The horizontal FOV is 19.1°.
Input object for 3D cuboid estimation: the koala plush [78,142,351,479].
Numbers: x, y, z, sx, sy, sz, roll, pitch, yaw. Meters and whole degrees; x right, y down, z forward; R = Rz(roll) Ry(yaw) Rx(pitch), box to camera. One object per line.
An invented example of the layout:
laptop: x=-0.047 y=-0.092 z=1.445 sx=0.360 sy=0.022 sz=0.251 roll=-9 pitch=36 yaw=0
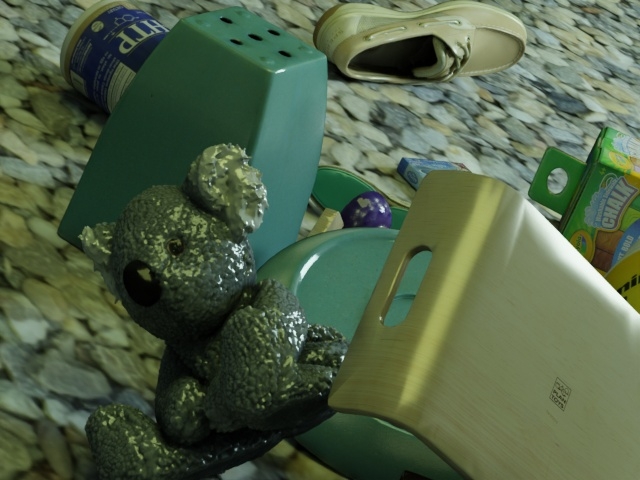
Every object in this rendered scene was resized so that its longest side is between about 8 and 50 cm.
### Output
koala plush: x=-0.089 y=0.054 z=1.446 sx=0.203 sy=0.196 sz=0.221 roll=-7 pitch=65 yaw=-58

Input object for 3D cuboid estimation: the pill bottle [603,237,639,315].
pill bottle: x=0.338 y=0.109 z=1.757 sx=0.188 sy=0.188 sz=0.334 roll=22 pitch=24 yaw=1

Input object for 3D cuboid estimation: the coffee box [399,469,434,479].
coffee box: x=0.102 y=0.298 z=1.254 sx=0.168 sy=0.119 sz=0.297 roll=20 pitch=25 yaw=-4

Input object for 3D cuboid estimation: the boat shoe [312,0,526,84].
boat shoe: x=0.141 y=-0.240 z=2.416 sx=0.302 sy=0.109 sz=0.098 roll=0 pitch=37 yaw=-29

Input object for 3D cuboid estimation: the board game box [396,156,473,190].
board game box: x=0.146 y=-0.061 z=2.149 sx=0.090 sy=0.020 sz=0.090 roll=3 pitch=32 yaw=-36

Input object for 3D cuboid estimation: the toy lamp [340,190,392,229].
toy lamp: x=0.131 y=0.049 z=1.842 sx=0.080 sy=0.080 sz=0.275 roll=-7 pitch=37 yaw=-47

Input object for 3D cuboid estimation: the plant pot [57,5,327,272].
plant pot: x=-0.099 y=-0.083 z=1.731 sx=0.165 sy=0.234 sz=0.166 roll=31 pitch=27 yaw=19

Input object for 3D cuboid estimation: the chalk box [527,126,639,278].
chalk box: x=0.338 y=-0.033 z=2.117 sx=0.213 sy=0.132 sz=0.132 roll=23 pitch=24 yaw=3

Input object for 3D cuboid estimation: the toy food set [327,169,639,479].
toy food set: x=0.151 y=0.121 z=1.462 sx=0.306 sy=0.092 sz=0.219 roll=43 pitch=56 yaw=-29

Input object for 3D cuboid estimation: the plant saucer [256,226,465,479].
plant saucer: x=0.085 y=0.094 z=1.655 sx=0.318 sy=0.043 sz=0.317 roll=14 pitch=42 yaw=-13

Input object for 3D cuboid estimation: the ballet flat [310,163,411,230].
ballet flat: x=0.060 y=-0.026 z=1.986 sx=0.168 sy=0.057 sz=0.052 roll=28 pitch=-3 yaw=3

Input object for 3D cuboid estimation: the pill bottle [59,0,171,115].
pill bottle: x=-0.173 y=-0.164 z=1.985 sx=0.187 sy=0.112 sz=0.112 roll=36 pitch=28 yaw=28

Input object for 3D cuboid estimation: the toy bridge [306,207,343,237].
toy bridge: x=0.000 y=0.000 z=1.849 sx=0.188 sy=0.026 sz=0.063 roll=19 pitch=61 yaw=28
